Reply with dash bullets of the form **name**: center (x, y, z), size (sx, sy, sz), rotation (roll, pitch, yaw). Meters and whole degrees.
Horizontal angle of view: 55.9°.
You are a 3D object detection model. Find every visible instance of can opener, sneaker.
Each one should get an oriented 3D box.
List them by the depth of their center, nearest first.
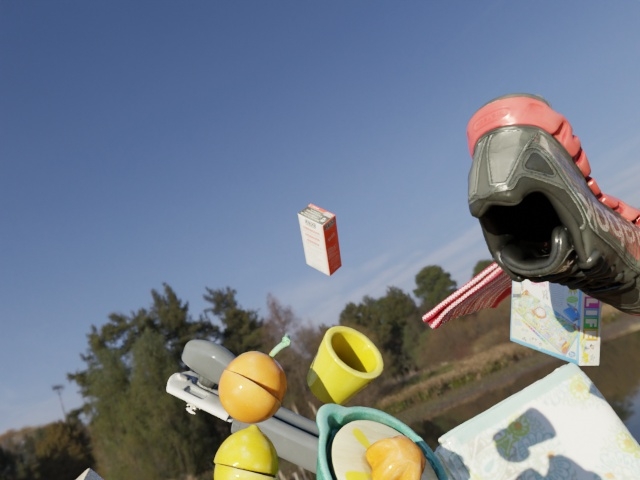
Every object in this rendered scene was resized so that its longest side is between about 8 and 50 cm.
- **sneaker**: center (0.223, 0.002, 0.537), size (0.097, 0.276, 0.135), rotation (-24, 33, 47)
- **can opener**: center (-0.086, 0.233, 0.829), size (0.093, 0.280, 0.074), rotation (-68, -13, 14)

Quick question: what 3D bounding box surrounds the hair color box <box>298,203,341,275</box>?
- **hair color box**: center (0.000, 0.000, 1.259), size (0.043, 0.072, 0.141), rotation (-40, -40, -31)

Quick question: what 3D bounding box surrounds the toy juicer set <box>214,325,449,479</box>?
- **toy juicer set**: center (0.025, 0.201, 0.493), size (0.209, 0.329, 0.089), rotation (8, -54, -38)

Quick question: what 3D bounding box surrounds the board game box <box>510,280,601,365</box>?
- **board game box**: center (0.284, 0.086, 0.739), size (0.026, 0.103, 0.154), rotation (2, 1, -11)

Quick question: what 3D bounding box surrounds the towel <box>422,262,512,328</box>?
- **towel**: center (0.307, 0.071, 1.018), size (0.199, 0.031, 0.275), rotation (-44, -23, 30)

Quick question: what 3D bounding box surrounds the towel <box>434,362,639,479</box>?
- **towel**: center (0.451, 0.454, 1.180), size (0.374, 0.320, 0.090), rotation (-25, -22, -14)

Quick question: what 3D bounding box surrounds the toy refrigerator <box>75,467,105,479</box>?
- **toy refrigerator**: center (-0.397, 0.486, 0.936), size (0.102, 0.094, 0.269), rotation (-43, 10, 2)
